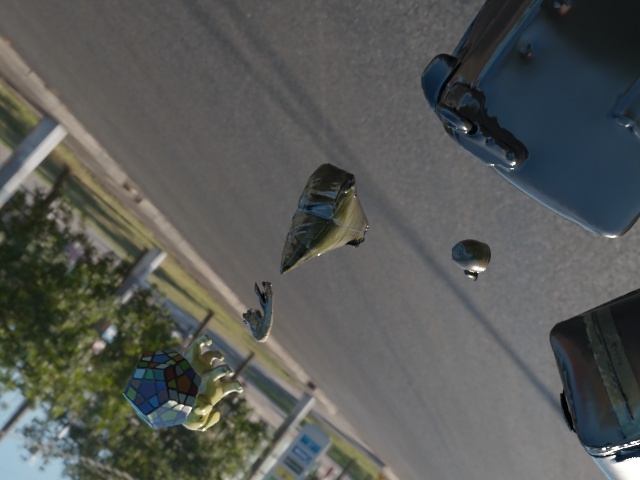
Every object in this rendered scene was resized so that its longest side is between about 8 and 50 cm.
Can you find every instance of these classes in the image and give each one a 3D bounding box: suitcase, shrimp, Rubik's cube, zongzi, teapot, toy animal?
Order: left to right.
[{"bbox_3d":[-0.259,0.243,1.424,0.133,0.133,0.111,24,120,53],"label":"Rubik's cube"},{"bbox_3d":[-0.295,0.356,2.177,0.121,0.169,0.233,68,178,-54],"label":"toy animal"},{"bbox_3d":[-0.162,0.177,2.237,0.046,0.152,0.219,5,-176,-19],"label":"shrimp"},{"bbox_3d":[0.000,0.000,2.073,0.139,0.300,0.286,20,160,21],"label":"zongzi"},{"bbox_3d":[0.304,0.036,1.827,0.080,0.084,0.110,14,-177,-31],"label":"teapot"},{"bbox_3d":[0.340,-0.208,1.058,0.339,0.345,0.188,31,-167,-15],"label":"suitcase"},{"bbox_3d":[0.578,0.195,1.332,0.194,0.434,0.283,47,-153,-37],"label":"suitcase"}]
